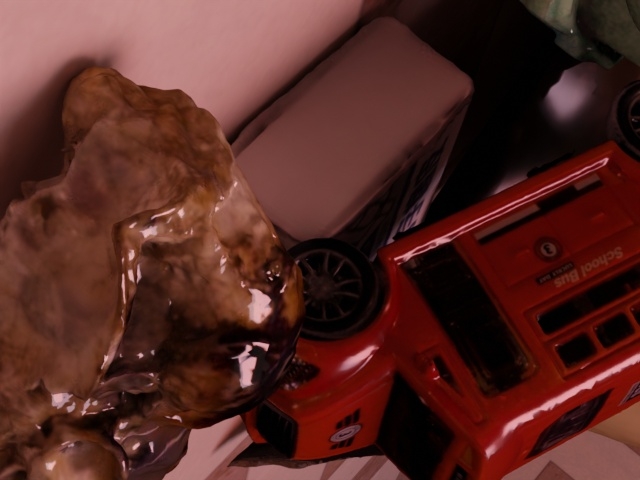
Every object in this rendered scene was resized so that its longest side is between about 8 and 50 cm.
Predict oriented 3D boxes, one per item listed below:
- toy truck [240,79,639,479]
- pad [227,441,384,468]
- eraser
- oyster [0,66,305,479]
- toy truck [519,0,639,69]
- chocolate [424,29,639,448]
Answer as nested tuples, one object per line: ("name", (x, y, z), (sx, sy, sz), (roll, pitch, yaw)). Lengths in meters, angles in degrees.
("toy truck", (0.088, 0.032, 0.568), (0.253, 0.114, 0.107), (-26, 157, -17))
("pad", (0.068, 0.129, 0.967), (0.233, 0.022, 0.174), (-8, -170, 22))
("eraser", (0.000, 0.000, 0.661), (0.124, 0.068, 0.210), (-47, 166, -26))
("oyster", (-0.079, 0.057, 0.468), (0.161, 0.107, 0.232), (-41, 161, -58))
("toy truck", (0.173, -0.196, 0.524), (0.155, 0.156, 0.279), (-41, 162, -36))
("chocolate", (0.226, -0.003, 0.813), (0.326, 0.297, 0.314), (-53, 172, -35))
